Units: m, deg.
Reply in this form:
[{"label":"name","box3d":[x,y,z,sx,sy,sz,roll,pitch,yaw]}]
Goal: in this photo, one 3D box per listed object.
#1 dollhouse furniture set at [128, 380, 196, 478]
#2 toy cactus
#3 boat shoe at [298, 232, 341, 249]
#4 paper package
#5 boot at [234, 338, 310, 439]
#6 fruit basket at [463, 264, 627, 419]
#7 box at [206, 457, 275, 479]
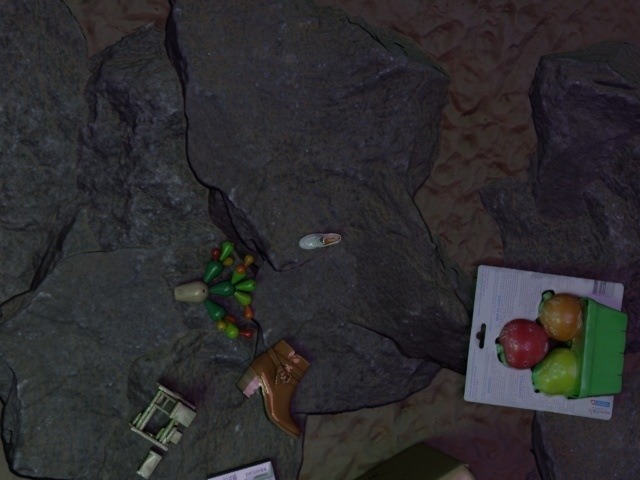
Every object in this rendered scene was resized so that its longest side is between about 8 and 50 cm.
[{"label":"dollhouse furniture set","box3d":[-0.353,0.402,1.526,0.101,0.161,0.182,34,79,-6]},{"label":"toy cactus","box3d":[-0.230,0.114,1.615,0.181,0.112,0.218,-5,95,-2]},{"label":"boat shoe","box3d":[0.000,0.000,1.693,0.100,0.035,0.035,-5,86,-12]},{"label":"paper package","box3d":[0.163,0.589,1.536,0.325,0.309,0.168,-28,89,-13]},{"label":"boot","box3d":[-0.074,0.332,1.634,0.152,0.073,0.197,-44,97,-15]},{"label":"fruit basket","box3d":[0.530,0.241,1.740,0.353,0.165,0.327,6,83,5]},{"label":"box","box3d":[-0.159,0.593,1.611,0.145,0.038,0.186,-14,87,-12]}]
